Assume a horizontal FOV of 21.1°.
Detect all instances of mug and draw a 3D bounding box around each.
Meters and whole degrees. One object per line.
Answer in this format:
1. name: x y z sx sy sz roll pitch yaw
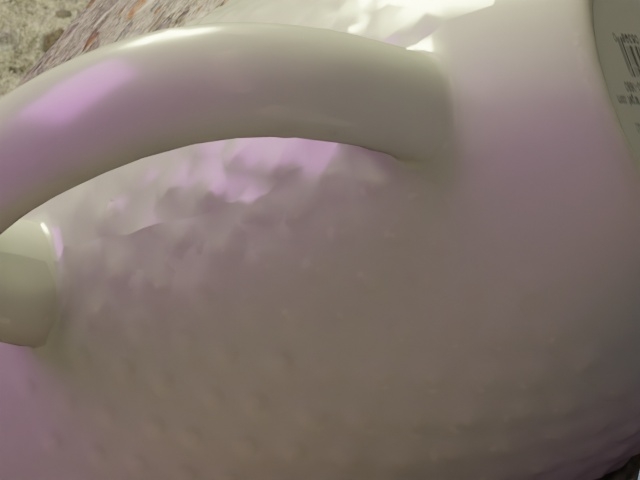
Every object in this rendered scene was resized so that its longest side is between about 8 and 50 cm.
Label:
1. mug: 0.000 0.000 0.744 0.328 0.374 0.276 -26 64 33

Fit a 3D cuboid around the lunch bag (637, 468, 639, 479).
1. lunch bag: 0.250 0.061 0.484 0.293 0.138 0.221 -15 37 38
